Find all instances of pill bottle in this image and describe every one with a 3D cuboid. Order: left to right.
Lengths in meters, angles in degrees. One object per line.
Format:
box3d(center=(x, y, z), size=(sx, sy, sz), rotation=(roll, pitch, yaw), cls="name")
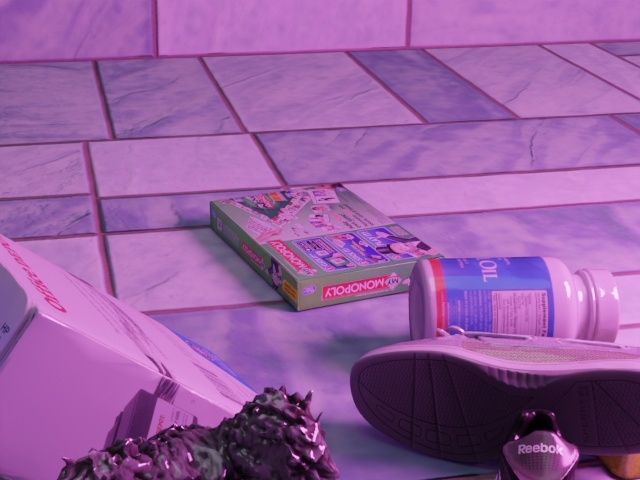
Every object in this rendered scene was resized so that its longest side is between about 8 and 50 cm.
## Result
box3d(center=(0.218, 0.080, 1.331), size=(0.221, 0.124, 0.124), rotation=(-1, 22, -6), cls="pill bottle")

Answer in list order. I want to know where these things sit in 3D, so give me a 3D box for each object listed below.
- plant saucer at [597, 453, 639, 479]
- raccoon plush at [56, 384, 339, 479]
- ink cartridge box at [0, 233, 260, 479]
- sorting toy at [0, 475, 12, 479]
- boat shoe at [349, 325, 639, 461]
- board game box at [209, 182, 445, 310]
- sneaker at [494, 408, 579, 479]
box3d(center=(0.350, 0.168, 1.221), size=(0.188, 0.045, 0.188), rotation=(-5, 23, -16), cls="plant saucer")
box3d(center=(0.024, 0.270, 0.610), size=(0.446, 0.299, 0.216), rotation=(19, 28, 37), cls="raccoon plush")
box3d(center=(-0.185, 0.126, 0.977), size=(0.307, 0.129, 0.223), rotation=(35, -1, -38), cls="ink cartridge box")
box3d(center=(-0.263, 0.207, 1.106), size=(0.083, 0.045, 0.075), rotation=(27, 44, 29), cls="sorting toy")
box3d(center=(0.189, 0.144, 1.155), size=(0.320, 0.118, 0.103), rotation=(-3, 17, 19), cls="boat shoe")
box3d(center=(0.000, 0.000, 1.624), size=(0.213, 0.046, 0.317), rotation=(-10, 24, -23), cls="board game box")
box3d(center=(0.185, 0.221, 0.999), size=(0.078, 0.106, 0.234), rotation=(2, 22, 5), cls="sneaker")
